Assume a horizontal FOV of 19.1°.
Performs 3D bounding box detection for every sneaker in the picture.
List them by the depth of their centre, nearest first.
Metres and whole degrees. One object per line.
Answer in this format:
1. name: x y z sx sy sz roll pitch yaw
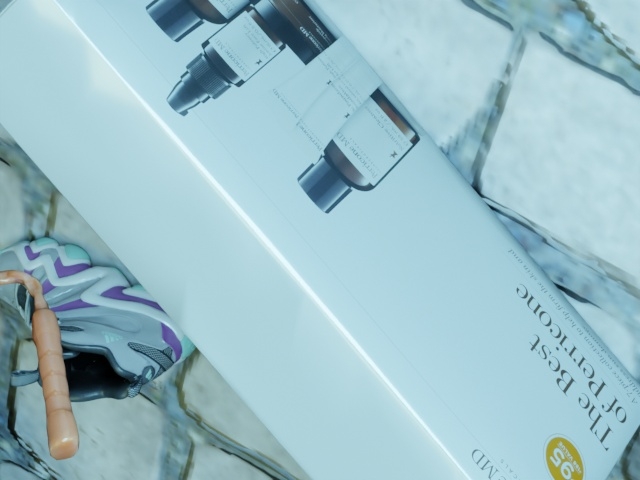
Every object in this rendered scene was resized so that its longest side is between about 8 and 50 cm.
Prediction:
1. sneaker: -0.103 0.035 0.738 0.098 0.069 0.038 15 127 26

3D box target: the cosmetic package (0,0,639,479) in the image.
1. cosmetic package: 0.000 0.000 0.622 0.239 0.099 0.060 49 135 -5

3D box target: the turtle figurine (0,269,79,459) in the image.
1. turtle figurine: -0.206 -0.016 0.644 0.217 0.087 0.269 -27 77 3
